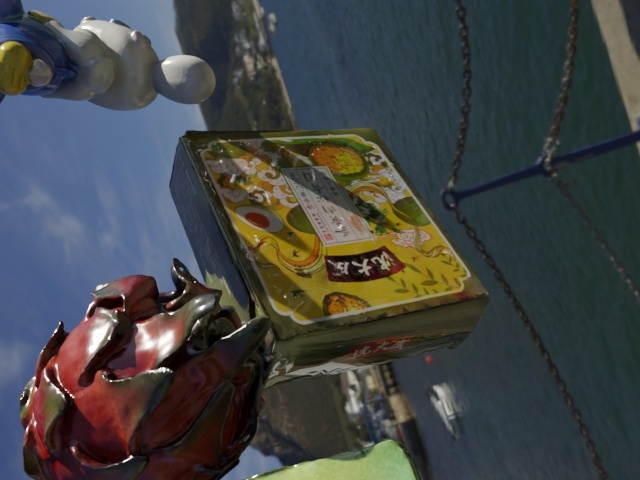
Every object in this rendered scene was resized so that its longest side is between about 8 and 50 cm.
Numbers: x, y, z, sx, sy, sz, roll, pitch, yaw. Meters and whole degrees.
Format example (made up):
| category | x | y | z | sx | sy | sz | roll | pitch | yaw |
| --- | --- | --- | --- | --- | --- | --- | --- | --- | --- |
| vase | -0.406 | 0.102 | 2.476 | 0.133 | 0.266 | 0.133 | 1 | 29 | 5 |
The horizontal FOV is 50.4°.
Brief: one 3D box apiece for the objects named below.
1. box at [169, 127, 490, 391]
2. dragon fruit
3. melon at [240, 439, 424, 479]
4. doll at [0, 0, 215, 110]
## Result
| category | x | y | z | sx | sy | sz | roll | pitch | yaw |
| --- | --- | --- | --- | --- | --- | --- | --- | --- | --- |
| box | 0.000 | 0.000 | 1.070 | 0.420 | 0.373 | 0.138 | 61 | 144 | 34 |
| dragon fruit | -0.139 | 0.129 | 0.584 | 0.193 | 0.274 | 0.192 | 60 | -159 | -16 |
| melon | -0.015 | 0.352 | 0.490 | 0.331 | 0.226 | 0.344 | -48 | 41 | 47 |
| doll | -0.407 | -0.302 | 1.093 | 0.365 | 0.376 | 0.187 | -9 | -82 | -46 |
